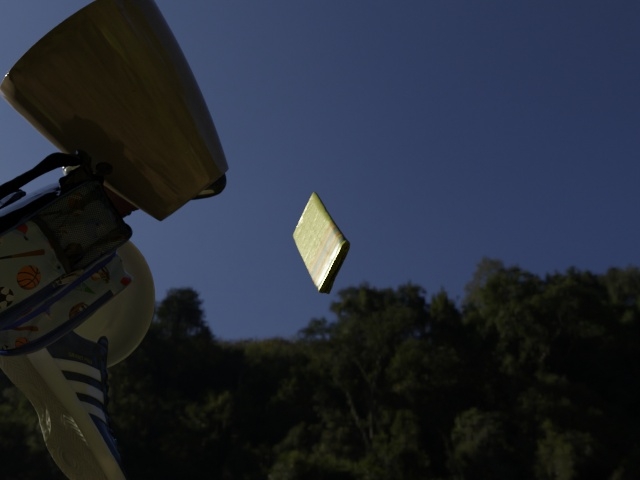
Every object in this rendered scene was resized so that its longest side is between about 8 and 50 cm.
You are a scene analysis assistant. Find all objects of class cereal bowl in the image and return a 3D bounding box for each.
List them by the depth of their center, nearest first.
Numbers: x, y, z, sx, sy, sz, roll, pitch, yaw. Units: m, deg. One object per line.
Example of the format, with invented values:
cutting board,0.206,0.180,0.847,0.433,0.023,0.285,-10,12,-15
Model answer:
cereal bowl,-0.568,0.134,1.955,0.141,0.339,0.339,-1,-31,48

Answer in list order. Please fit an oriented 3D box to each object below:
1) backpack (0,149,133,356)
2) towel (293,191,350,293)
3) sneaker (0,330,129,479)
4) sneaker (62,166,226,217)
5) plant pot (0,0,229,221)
backpack,-0.405,0.035,1.096,0.276,0.263,0.213,-17,-79,49
towel,0.000,0.000,1.483,0.021,0.237,0.102,20,-72,-22
sneaker,-0.374,0.239,1.312,0.131,0.148,0.350,-25,-84,40
sneaker,-0.319,-0.088,1.484,0.281,0.106,0.162,6,-40,-18
plant pot,-0.263,-0.173,1.187,0.256,0.256,0.274,-34,-82,33
